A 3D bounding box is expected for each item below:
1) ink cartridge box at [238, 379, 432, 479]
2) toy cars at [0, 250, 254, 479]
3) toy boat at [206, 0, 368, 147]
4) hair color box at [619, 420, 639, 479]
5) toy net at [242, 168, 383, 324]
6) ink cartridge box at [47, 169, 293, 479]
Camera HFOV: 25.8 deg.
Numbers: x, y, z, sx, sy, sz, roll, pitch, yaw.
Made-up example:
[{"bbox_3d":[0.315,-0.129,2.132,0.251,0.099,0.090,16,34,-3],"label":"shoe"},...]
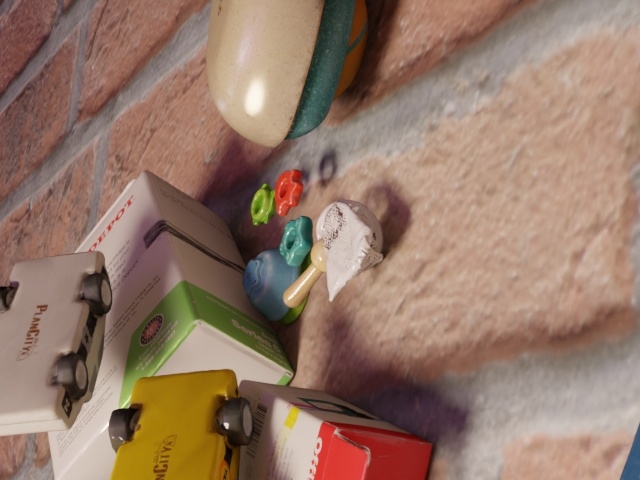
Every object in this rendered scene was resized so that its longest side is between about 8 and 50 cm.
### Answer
[{"bbox_3d":[0.002,0.186,0.980,0.231,0.078,0.134,15,92,66],"label":"ink cartridge box"},{"bbox_3d":[-0.160,0.141,1.062,0.394,0.176,0.087,36,151,45],"label":"toy cars"},{"bbox_3d":[0.009,-0.220,1.121,0.318,0.148,0.267,125,154,-55],"label":"toy boat"},{"bbox_3d":[0.206,0.076,0.471,0.105,0.174,0.347,38,113,62],"label":"hair color box"},{"bbox_3d":[0.000,0.000,1.126,0.232,0.045,0.122,-12,66,62],"label":"toy net"},{"bbox_3d":[-0.155,0.092,1.270,0.198,0.115,0.273,-49,31,14],"label":"ink cartridge box"}]
